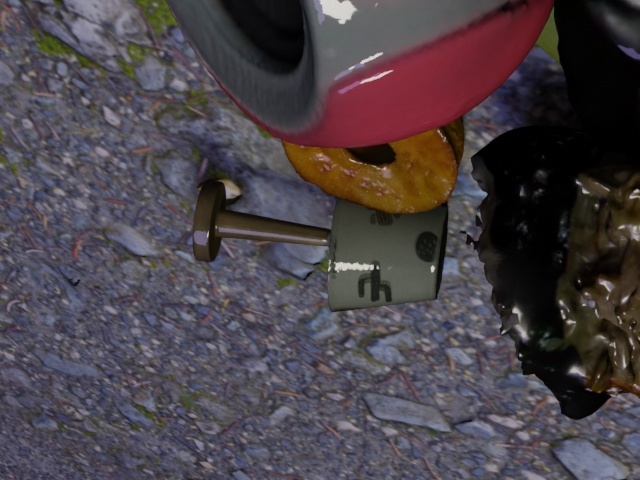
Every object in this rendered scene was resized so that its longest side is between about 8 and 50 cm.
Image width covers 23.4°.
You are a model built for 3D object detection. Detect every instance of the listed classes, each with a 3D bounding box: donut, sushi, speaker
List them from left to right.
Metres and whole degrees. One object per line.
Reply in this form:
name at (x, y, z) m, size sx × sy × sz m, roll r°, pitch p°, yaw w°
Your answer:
speaker at (0.007, -0.205, 0.923) m, size 0.294 × 0.294 × 0.294 m, roll 19°, pitch 146°, yaw 13°
donut at (0.045, -0.087, 1.244) m, size 0.152 × 0.058 × 0.152 m, roll 16°, pitch 142°, yaw 13°
sushi at (0.236, 0.004, 1.117) m, size 0.218 × 0.225 × 0.238 m, roll -17°, pitch 170°, yaw 31°

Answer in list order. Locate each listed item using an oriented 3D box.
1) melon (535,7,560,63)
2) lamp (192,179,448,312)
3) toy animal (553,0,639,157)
melon at (0.143, -0.174, 1.092) m, size 0.261 × 0.053 × 0.114 m, roll 31°, pitch 165°, yaw 1°
lamp at (0.000, 0.000, 1.337) m, size 0.214 × 0.121 × 0.121 m, roll 7°, pitch 144°, yaw 6°
toy animal at (0.276, -0.133, 0.883) m, size 0.266 × 0.212 × 0.212 m, roll 1°, pitch 139°, yaw 35°
